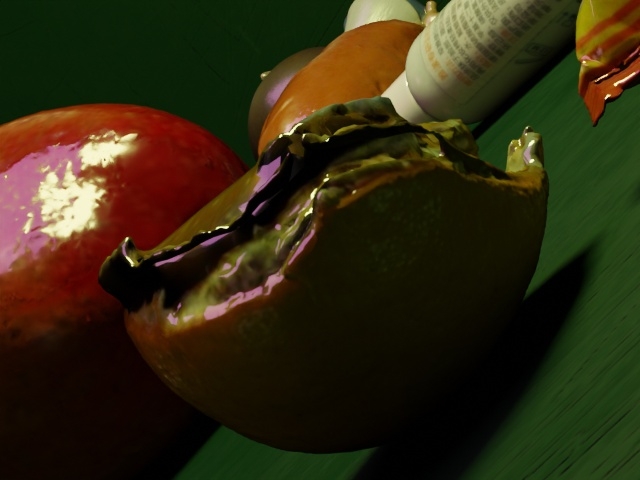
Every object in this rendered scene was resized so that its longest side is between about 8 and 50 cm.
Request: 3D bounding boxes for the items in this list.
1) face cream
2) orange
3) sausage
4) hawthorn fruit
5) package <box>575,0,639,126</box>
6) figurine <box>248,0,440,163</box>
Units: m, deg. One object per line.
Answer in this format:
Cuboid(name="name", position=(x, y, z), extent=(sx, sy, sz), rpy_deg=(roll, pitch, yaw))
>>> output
Cuboid(name="face cream", position=(0.130, -0.151, 1.320), extent=(0.269, 0.082, 0.082), rpy_deg=(-43, 5, 45))
Cuboid(name="orange", position=(0.010, 0.016, 0.662), extent=(0.170, 0.112, 0.160), rpy_deg=(-14, -13, -16))
Cuboid(name="sausage", position=(0.035, -0.097, 1.511), extent=(0.133, 0.133, 0.258), rpy_deg=(-45, 4, 36))
Cuboid(name="hawthorn fruit", position=(-0.170, 0.031, 1.380), extent=(0.311, 0.295, 0.295), rpy_deg=(-41, 5, 19))
Cuboid(name="package", position=(0.182, -0.172, 0.752), extent=(0.223, 0.108, 0.288), rpy_deg=(-47, 6, 25))
Cuboid(name="figurine", position=(0.024, -0.113, 1.755), extent=(0.275, 0.161, 0.158), rpy_deg=(-47, -38, -40))
